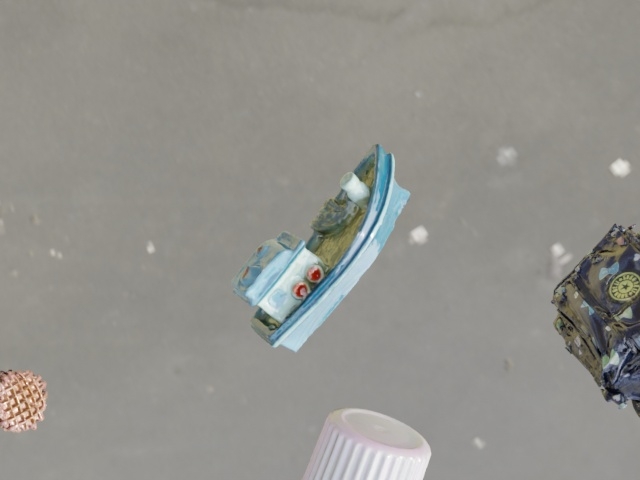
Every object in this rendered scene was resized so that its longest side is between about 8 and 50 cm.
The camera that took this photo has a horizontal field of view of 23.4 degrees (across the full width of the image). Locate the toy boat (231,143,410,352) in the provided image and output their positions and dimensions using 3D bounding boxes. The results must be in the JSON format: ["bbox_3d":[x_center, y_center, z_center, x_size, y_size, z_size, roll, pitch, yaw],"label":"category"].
[{"bbox_3d":[0.000,0.000,1.622,0.098,0.109,0.238,40,87,-25],"label":"toy boat"}]

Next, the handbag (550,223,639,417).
[{"bbox_3d":[0.356,0.090,1.740,0.113,0.260,0.162,37,103,-30],"label":"handbag"}]

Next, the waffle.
[{"bbox_3d":[-0.358,0.190,1.832,0.083,0.029,0.075,18,77,-48],"label":"waffle"}]

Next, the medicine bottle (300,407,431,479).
[{"bbox_3d":[0.004,0.203,0.929,0.083,0.083,0.203,12,103,-29],"label":"medicine bottle"}]
